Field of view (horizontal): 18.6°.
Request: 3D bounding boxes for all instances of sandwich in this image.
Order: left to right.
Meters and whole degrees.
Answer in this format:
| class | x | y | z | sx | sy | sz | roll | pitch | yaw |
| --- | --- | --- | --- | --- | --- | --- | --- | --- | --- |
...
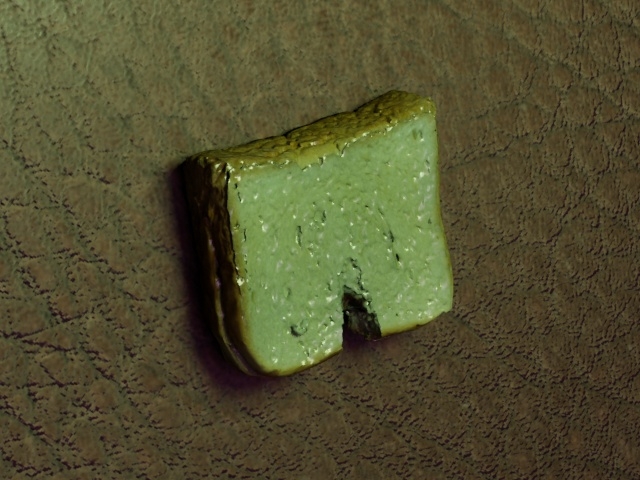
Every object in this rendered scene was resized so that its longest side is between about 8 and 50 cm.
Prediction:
| class | x | y | z | sx | sy | sz | roll | pitch | yaw |
| --- | --- | --- | --- | --- | --- | --- | --- | --- | --- |
| sandwich | 0.001 | 0.000 | 1.974 | 0.273 | 0.095 | 0.249 | -19 | 111 | -30 |
